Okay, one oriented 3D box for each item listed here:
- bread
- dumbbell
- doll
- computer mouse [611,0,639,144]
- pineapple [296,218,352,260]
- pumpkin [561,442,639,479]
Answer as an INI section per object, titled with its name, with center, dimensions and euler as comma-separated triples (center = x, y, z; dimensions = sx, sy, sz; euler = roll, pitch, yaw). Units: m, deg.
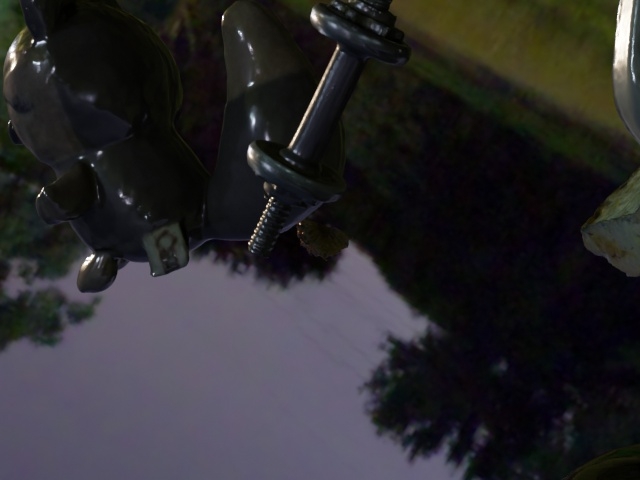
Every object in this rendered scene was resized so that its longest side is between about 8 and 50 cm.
[bread]
center = 0.299, -0.071, 0.865
dimensions = 0.088, 0.232, 0.128
euler = 41, 175, 4
[dumbbell]
center = 0.006, -0.100, 0.841
dimensions = 0.082, 0.254, 0.081
euler = 24, -164, -8
[doll]
center = -0.182, -0.161, 1.322
dimensions = 0.252, 0.379, 0.382
euler = -115, 9, -85
[computer mouse]
center = 0.387, -0.229, 1.094
dimensions = 0.197, 0.330, 0.095
euler = 8, 179, 16
[pineapple]
center = 0.000, 0.000, 1.466
dimensions = 0.083, 0.045, 0.019
euler = 24, 173, -26
[pumpkin]
center = 0.223, 0.269, 0.725
dimensions = 0.248, 0.248, 0.248
euler = 30, -175, -3
